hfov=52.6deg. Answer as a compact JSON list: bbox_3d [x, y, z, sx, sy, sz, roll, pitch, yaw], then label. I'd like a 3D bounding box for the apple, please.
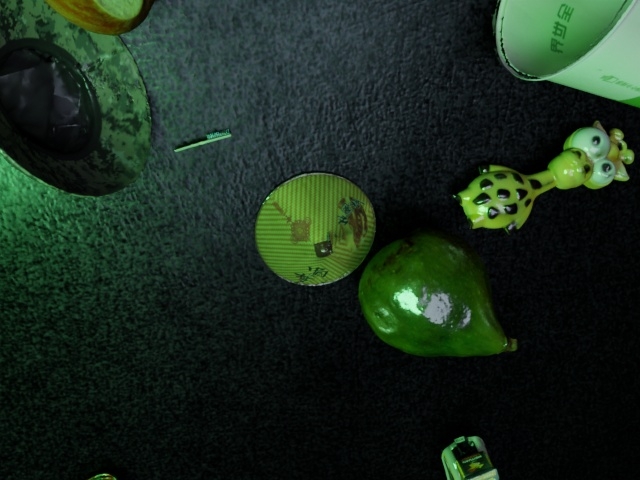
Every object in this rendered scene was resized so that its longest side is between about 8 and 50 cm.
[{"bbox_3d":[-0.248,-0.335,0.725,0.173,0.160,0.195,34,77,-36],"label":"apple"}]

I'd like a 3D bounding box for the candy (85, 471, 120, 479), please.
[{"bbox_3d":[-0.464,0.473,1.098,0.288,0.078,0.084,-20,87,2],"label":"candy"}]

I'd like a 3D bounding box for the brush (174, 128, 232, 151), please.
[{"bbox_3d":[-0.166,-0.141,0.911,0.084,0.016,0.013,-18,104,-4],"label":"brush"}]

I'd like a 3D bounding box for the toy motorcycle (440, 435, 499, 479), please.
[{"bbox_3d":[0.299,0.482,1.211,0.091,0.157,0.263,-21,115,0],"label":"toy motorcycle"}]

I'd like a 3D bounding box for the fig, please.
[{"bbox_3d":[0.184,0.095,0.973,0.245,0.195,0.195,38,106,20],"label":"fig"}]

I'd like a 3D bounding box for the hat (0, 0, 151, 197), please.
[{"bbox_3d":[-0.345,-0.167,0.792,0.128,0.265,0.265,-8,120,29],"label":"hat"}]

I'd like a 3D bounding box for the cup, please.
[{"bbox_3d":[0.411,-0.290,0.853,0.274,0.253,0.253,16,110,-26],"label":"cup"}]

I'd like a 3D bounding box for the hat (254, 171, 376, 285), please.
[{"bbox_3d":[0.000,0.000,0.974,0.193,0.082,0.193,-5,116,-10],"label":"hat"}]

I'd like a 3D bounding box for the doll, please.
[{"bbox_3d":[0.349,-0.095,1.001,0.291,0.086,0.117,-22,87,-3],"label":"doll"}]
